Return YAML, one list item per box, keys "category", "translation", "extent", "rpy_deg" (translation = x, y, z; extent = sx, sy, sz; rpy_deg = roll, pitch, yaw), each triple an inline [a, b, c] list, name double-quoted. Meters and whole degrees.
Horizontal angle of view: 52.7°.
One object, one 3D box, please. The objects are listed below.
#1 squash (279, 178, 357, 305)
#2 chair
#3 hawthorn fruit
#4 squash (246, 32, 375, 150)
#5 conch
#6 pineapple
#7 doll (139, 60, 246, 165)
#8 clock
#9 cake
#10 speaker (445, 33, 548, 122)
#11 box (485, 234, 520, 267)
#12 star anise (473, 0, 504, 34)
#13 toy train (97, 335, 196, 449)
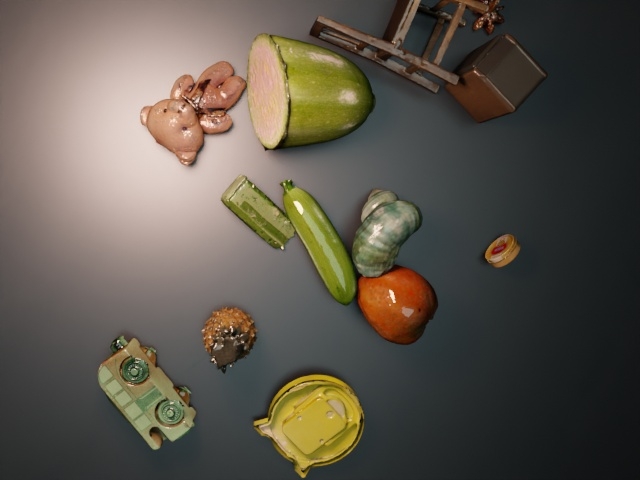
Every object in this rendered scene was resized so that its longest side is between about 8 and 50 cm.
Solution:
- category: "squash"
  translation: [0.000, 0.000, 1.830]
  extent: [0.107, 0.107, 0.395]
  rpy_deg: [-30, 90, -6]
- category: "chair"
  translation: [0.210, -0.612, 1.797]
  extent: [0.415, 0.203, 0.241]
  rpy_deg: [22, 93, -11]
- category: "hawthorn fruit"
  translation: [0.195, 0.168, 1.838]
  extent: [0.262, 0.210, 0.211]
  rpy_deg: [28, 88, 17]
- category: "squash"
  translation: [-0.009, -0.408, 1.747]
  extent: [0.308, 0.310, 0.311]
  rpy_deg: [-11, 94, -23]
- category: "conch"
  translation: [0.183, -0.038, 1.820]
  extent: [0.195, 0.220, 0.277]
  rpy_deg: [20, 50, -38]
- category: "pineapple"
  translation: [-0.247, 0.264, 1.725]
  extent: [0.157, 0.278, 0.158]
  rpy_deg: [0, 92, -5]
- category: "doll"
  translation: [-0.332, -0.369, 1.747]
  extent: [0.201, 0.156, 0.303]
  rpy_deg: [43, 82, -2]
- category: "clock"
  translation: [-0.018, 0.519, 1.875]
  extent: [0.293, 0.071, 0.277]
  rpy_deg: [-32, 106, 5]
- category: "cake"
  translation: [-0.177, -0.080, 1.843]
  extent: [0.100, 0.099, 0.235]
  rpy_deg: [-49, 120, -4]
- category: "speaker"
  translation: [0.491, -0.451, 1.827]
  extent: [0.192, 0.231, 0.153]
  rpy_deg: [44, 86, -8]
- category: "box"
  translation: [0.542, 0.031, 1.922]
  extent: [0.037, 0.105, 0.105]
  rpy_deg: [44, 86, -16]
- category: "star anise"
  translation: [0.500, -0.704, 1.895]
  extent: [0.097, 0.070, 0.191]
  rpy_deg: [-1, 105, 2]
- category: "toy train"
  translation: [-0.481, 0.413, 1.772]
  extent: [0.159, 0.129, 0.326]
  rpy_deg: [-37, 98, 0]
